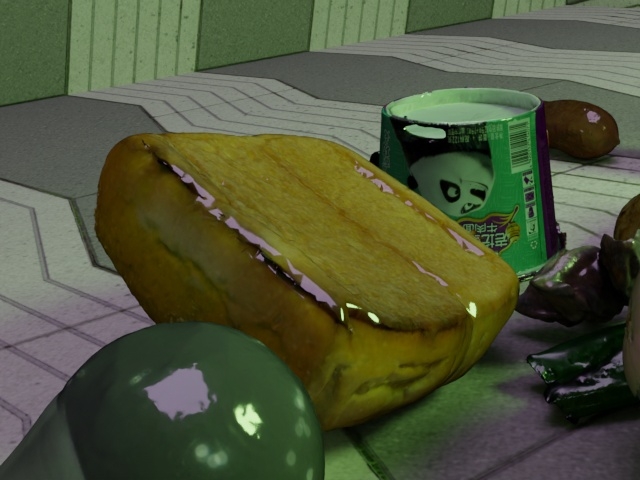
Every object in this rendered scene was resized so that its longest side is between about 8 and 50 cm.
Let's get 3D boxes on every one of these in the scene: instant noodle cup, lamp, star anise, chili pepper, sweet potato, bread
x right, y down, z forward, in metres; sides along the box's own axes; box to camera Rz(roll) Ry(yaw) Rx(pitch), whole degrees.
[{"bbox_3d":[0.177,-0.077,1.085,0.251,0.190,0.251,-4,20,1],"label":"instant noodle cup"},{"bbox_3d":[-0.151,0.161,0.574,0.313,0.182,0.182,-15,20,4],"label":"lamp"},{"bbox_3d":[0.279,0.038,0.834,0.196,0.073,0.212,1,-17,-28],"label":"star anise"},{"bbox_3d":[0.283,0.102,0.770,0.224,0.061,0.098,-10,21,-17],"label":"chili pepper"},{"bbox_3d":[0.400,-0.203,1.515,0.097,0.097,0.292,-12,20,-19],"label":"sweet potato"},{"bbox_3d":[-0.006,0.028,0.811,0.337,0.148,0.328,38,26,27],"label":"bread"}]

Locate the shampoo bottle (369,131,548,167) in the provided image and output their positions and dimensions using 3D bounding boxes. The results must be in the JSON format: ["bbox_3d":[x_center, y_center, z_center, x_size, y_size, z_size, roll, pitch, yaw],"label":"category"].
[{"bbox_3d":[0.206,-0.130,1.344,0.278,0.104,0.104,-13,22,-21],"label":"shampoo bottle"}]

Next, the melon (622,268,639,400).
[{"bbox_3d":[0.372,0.074,0.595,0.316,0.223,0.223,6,23,15],"label":"melon"}]

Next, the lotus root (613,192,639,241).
[{"bbox_3d":[0.395,-0.016,1.014,0.110,0.097,0.258,-1,17,19],"label":"lotus root"}]
